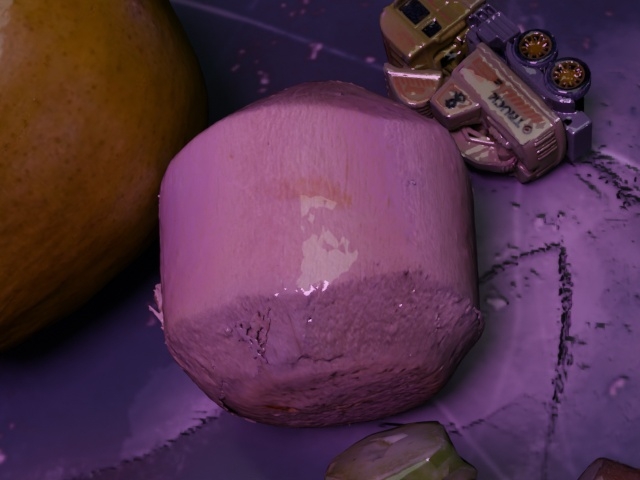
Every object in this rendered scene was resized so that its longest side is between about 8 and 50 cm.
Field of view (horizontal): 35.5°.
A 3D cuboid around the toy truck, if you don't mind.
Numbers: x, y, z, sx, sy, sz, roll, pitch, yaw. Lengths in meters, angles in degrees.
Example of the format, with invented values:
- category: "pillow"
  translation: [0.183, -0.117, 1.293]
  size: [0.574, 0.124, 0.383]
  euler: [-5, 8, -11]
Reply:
- category: "toy truck"
  translation: [0.119, -0.121, 0.777]
  size: [0.116, 0.085, 0.191]
  euler: [-37, 64, -6]

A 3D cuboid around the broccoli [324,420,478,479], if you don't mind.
- category: "broccoli"
  translation: [0.094, 0.216, 0.498]
  size: [0.254, 0.269, 0.269]
  euler: [-26, 55, 29]

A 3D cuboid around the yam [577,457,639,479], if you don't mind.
- category: "yam"
  translation: [0.204, 0.166, 0.627]
  size: [0.094, 0.043, 0.043]
  euler: [19, 66, 17]

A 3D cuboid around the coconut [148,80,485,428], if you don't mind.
- category: "coconut"
  translation: [0.000, 0.000, 0.661]
  size: [0.224, 0.224, 0.234]
  euler: [-14, 62, 1]

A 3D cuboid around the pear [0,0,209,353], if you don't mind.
- category: "pear"
  translation: [-0.239, -0.061, 0.698]
  size: [0.287, 0.287, 0.375]
  euler: [14, 77, 16]
